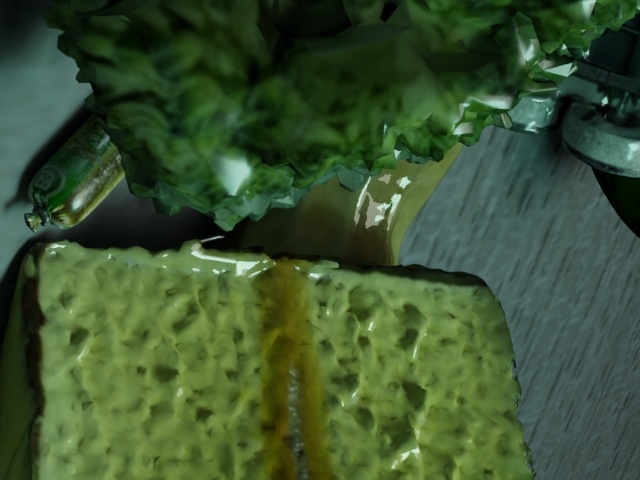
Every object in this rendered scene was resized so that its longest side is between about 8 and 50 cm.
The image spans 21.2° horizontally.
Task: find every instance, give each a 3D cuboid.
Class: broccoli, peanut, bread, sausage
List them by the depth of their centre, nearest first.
[{"bbox_3d":[0.035,-0.195,0.640,0.277,0.338,0.318,-83,157,-52],"label":"broccoli"},{"bbox_3d":[-0.060,-0.096,0.844,0.269,0.032,0.033,-52,155,-30],"label":"sausage"},{"bbox_3d":[-0.031,0.090,0.851,0.142,0.266,0.178,150,-56,-60],"label":"bread"},{"bbox_3d":[0.000,0.000,0.965,0.111,0.125,0.275,22,93,-44],"label":"peanut"}]

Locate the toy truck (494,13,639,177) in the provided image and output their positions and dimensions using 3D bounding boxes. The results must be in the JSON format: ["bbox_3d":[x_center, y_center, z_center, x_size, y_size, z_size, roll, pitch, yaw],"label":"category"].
[{"bbox_3d":[0.282,-0.130,1.134,0.207,0.387,0.173,-35,144,-61],"label":"toy truck"}]

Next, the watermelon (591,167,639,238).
[{"bbox_3d":[0.375,-0.136,1.411,0.363,0.363,0.363,-49,154,-35],"label":"watermelon"}]
